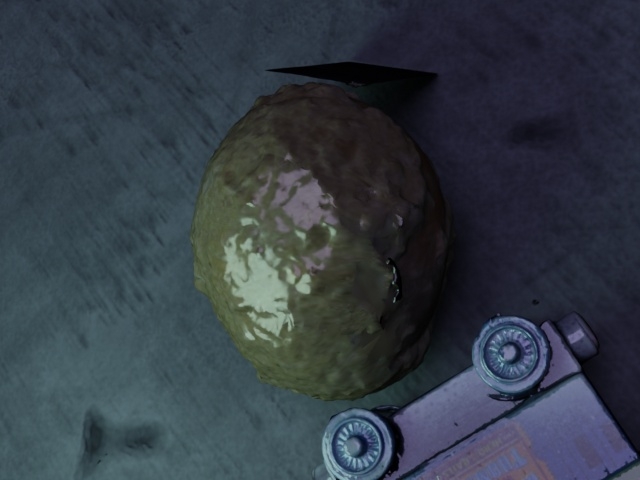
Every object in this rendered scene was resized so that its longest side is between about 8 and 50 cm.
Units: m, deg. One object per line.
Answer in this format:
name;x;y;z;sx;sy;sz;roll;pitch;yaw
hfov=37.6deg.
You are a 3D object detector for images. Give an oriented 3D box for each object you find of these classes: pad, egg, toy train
pad;0.038;-0.179;1.002;0.116;0.193;0.004;14;109;25
egg;0.000;0.000;0.917;0.279;0.279;0.310;1;88;24
toy train;0.144;0.202;0.851;0.299;0.131;0.202;-34;71;11
